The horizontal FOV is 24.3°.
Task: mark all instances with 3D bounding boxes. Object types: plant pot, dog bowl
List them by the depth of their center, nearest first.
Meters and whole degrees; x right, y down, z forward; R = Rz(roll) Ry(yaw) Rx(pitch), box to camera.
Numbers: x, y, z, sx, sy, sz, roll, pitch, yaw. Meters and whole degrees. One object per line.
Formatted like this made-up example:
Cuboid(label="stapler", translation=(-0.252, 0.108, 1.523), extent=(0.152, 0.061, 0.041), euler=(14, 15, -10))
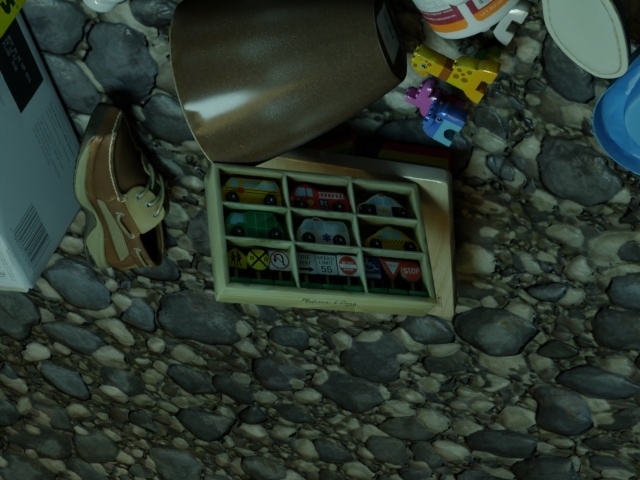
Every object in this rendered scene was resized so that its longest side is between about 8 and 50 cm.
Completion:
Cuboid(label="dog bowl", translation=(0.426, -0.181, 1.629), extent=(0.166, 0.074, 0.297), euler=(31, 139, -10))
Cuboid(label="plant pot", translation=(-0.025, -0.208, 1.732), extent=(0.230, 0.215, 0.215), euler=(-14, 130, 19))

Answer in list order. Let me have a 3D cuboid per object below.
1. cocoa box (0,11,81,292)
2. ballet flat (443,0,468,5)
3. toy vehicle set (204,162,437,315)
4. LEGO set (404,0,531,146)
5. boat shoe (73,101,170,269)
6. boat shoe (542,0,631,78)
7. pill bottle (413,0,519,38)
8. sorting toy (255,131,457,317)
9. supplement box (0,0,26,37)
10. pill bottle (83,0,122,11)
Cuboid(label="cocoa box", translation=(-0.494, -0.134, 1.990), extent=(0.228, 0.231, 0.347), euler=(4, 137, 22))
Cuboid(label="ballet flat", translation=(0.032, -0.367, 1.424), extent=(0.400, 0.139, 0.139), euler=(47, 148, 25))
Cuboid(label="toy vehicle set", translation=(0.000, 0.000, 1.736), extent=(0.267, 0.166, 0.035), euler=(5, 149, -23))
Cuboid(label="LEGO set", translation=(0.147, -0.197, 1.732), extent=(0.093, 0.087, 0.227), euler=(26, 139, -5))
Cuboid(label="boat shoe", translation=(-0.265, -0.068, 2.060), extent=(0.120, 0.122, 0.324), euler=(12, 148, 5))
Cuboid(label="boat shoe", translation=(0.266, -0.286, 1.577), extent=(0.095, 0.079, 0.254), euler=(-11, 126, 45))
Cuboid(label="pill bottle", translation=(0.117, -0.330, 1.568), extent=(0.121, 0.121, 0.221), euler=(-14, 128, 36))
Cuboid(label="sorting toy", translation=(0.058, -0.034, 1.955), extent=(0.256, 0.089, 0.257), euler=(10, 139, 16))
Cuboid(label="supplement box", translation=(-0.457, -0.314, 1.670), extent=(0.195, 0.356, 0.194), euler=(-7, 133, 31))
Cuboid(label="pill bottle", translation=(-0.245, -0.328, 1.784), extent=(0.067, 0.067, 0.120), euler=(32, 140, -11))
